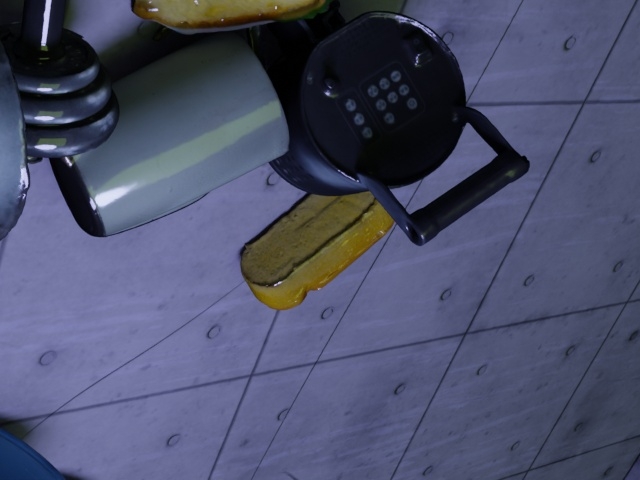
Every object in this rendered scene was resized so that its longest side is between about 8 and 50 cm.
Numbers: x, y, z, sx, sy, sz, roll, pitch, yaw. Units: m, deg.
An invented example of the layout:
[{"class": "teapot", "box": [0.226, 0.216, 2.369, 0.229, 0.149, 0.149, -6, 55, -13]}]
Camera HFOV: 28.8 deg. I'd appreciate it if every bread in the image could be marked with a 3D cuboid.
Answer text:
[{"class": "bread", "box": [-0.107, -0.323, 1.328, 0.174, 0.252, 0.133, 45, 47, -53]}, {"class": "bread", "box": [0.000, 0.000, 1.783, 0.245, 0.102, 0.094, -40, 142, -7]}]

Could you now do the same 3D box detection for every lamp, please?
[{"class": "lamp", "box": [0.046, -0.149, 1.513, 0.205, 0.374, 0.272, -35, 171, -15]}]

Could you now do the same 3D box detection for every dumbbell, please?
[{"class": "dumbbell", "box": [-0.260, -0.253, 1.194, 0.179, 0.179, 0.406, -12, 131, -37]}]

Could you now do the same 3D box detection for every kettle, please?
[{"class": "kettle", "box": [-0.180, -0.103, 1.453, 0.255, 0.165, 0.240, -30, 154, -15]}]

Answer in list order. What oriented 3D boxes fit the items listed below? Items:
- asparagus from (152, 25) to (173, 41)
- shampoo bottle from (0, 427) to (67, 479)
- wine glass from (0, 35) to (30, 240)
[{"class": "asparagus", "box": [-0.129, -0.283, 1.443, 0.166, 0.013, 0.016, -39, 134, -7]}, {"class": "shampoo bottle", "box": [-0.505, 0.438, 1.546, 0.342, 0.331, 0.331, -52, 144, 15]}, {"class": "wine glass", "box": [-0.493, -0.088, 1.069, 0.406, 0.267, 0.267, -13, 135, -36]}]
